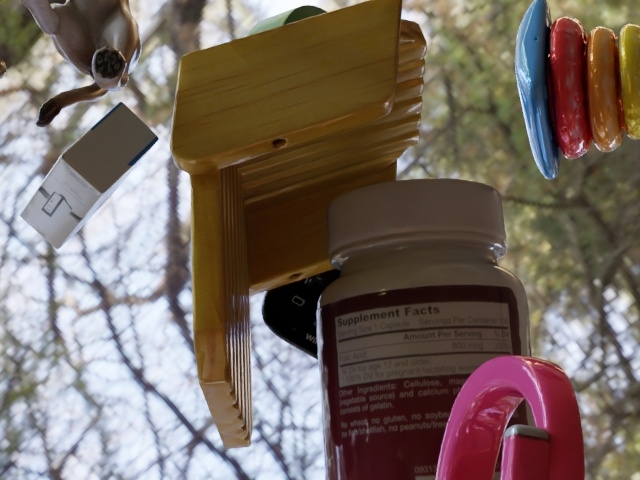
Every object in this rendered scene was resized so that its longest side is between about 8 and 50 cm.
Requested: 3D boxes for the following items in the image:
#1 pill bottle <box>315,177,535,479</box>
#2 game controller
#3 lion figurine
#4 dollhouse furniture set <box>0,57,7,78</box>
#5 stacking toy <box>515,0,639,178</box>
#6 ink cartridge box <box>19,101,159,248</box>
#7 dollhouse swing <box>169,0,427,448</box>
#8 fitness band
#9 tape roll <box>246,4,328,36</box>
[{"bbox_3d":[0.109,0.147,1.340,0.224,0.224,0.392,13,-111,-49],"label":"pill bottle"},{"bbox_3d":[0.087,0.114,1.613,0.319,0.067,0.166,28,-129,7],"label":"game controller"},{"bbox_3d":[-0.214,-0.284,1.273,0.142,0.392,0.240,12,175,0],"label":"lion figurine"},{"bbox_3d":[-0.230,-0.219,0.830,0.161,0.212,0.242,37,-168,28],"label":"dollhouse furniture set"},{"bbox_3d":[0.380,-0.180,1.450,0.166,0.301,0.175,66,-154,-47],"label":"stacking toy"},{"bbox_3d":[-0.349,-0.095,1.942,0.086,0.203,0.148,43,-128,-5],"label":"ink cartridge box"},{"bbox_3d":[0.000,0.000,1.315,0.347,0.315,0.305,85,166,-65],"label":"dollhouse swing"},{"bbox_3d":[0.118,0.223,0.903,0.054,0.209,0.291,11,-108,-9],"label":"fitness band"},{"bbox_3d":[-0.005,-0.200,2.005,0.321,0.077,0.321,33,-130,-49],"label":"tape roll"}]
